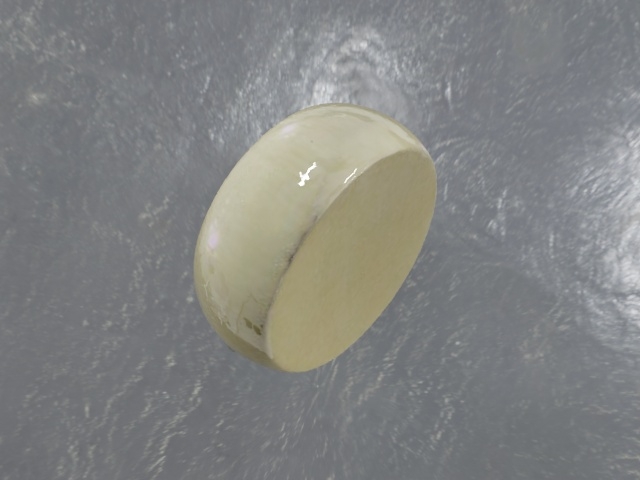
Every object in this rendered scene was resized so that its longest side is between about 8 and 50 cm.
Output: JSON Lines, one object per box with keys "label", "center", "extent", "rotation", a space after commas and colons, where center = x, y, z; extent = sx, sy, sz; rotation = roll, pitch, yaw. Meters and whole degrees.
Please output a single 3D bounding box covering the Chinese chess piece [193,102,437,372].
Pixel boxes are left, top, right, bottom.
{"label": "Chinese chess piece", "center": [0.000, 0.000, 0.782], "extent": [0.102, 0.273, 0.273], "rotation": [33, 81, 28]}
